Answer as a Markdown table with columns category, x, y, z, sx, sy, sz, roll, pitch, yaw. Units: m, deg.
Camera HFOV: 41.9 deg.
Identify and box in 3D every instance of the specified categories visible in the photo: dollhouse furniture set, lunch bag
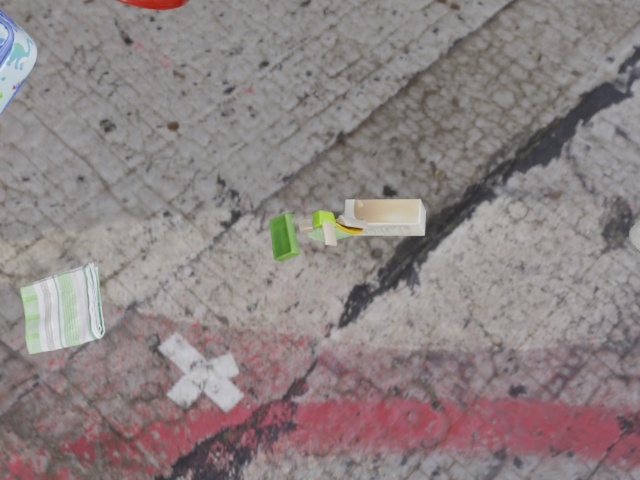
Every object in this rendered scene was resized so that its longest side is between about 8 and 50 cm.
| category | x | y | z | sx | sy | sz | roll | pitch | yaw |
| --- | --- | --- | --- | --- | --- | --- | --- | --- | --- |
| dollhouse furniture set | 0.000 | 0.000 | 1.169 | 0.152 | 0.076 | 0.058 | 8 | 67 | -47 |
| lunch bag | -0.572 | -0.308 | 1.345 | 0.219 | 0.090 | 0.176 | 40 | 94 | 22 |

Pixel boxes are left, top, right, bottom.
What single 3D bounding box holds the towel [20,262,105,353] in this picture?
| category | x | y | z | sx | sy | sz | roll | pitch | yaw |
| --- | --- | --- | --- | --- | --- | --- | --- | --- | --- |
| towel | -0.387 | 0.104 | 1.243 | 0.152 | 0.023 | 0.113 | -16 | 77 | 27 |

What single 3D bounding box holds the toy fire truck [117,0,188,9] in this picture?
| category | x | y | z | sx | sy | sz | roll | pitch | yaw |
| --- | --- | --- | --- | --- | --- | --- | --- | --- | --- |
| toy fire truck | -0.114 | -0.337 | 0.788 | 0.254 | 0.169 | 0.302 | -6 | 40 | -36 |

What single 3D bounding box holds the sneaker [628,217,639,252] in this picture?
| category | x | y | z | sx | sy | sz | roll | pitch | yaw |
| --- | --- | --- | --- | --- | --- | --- | --- | --- | --- |
| sneaker | 0.159 | -0.061 | 0.254 | 0.086 | 0.192 | 0.064 | 9 | 21 | -30 |

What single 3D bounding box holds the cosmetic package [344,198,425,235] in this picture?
| category | x | y | z | sx | sy | sz | roll | pitch | yaw |
| --- | --- | --- | --- | --- | --- | --- | --- | --- | --- |
| cosmetic package | 0.097 | -0.034 | 1.257 | 0.115 | 0.060 | 0.041 | 1 | 72 | 15 |
